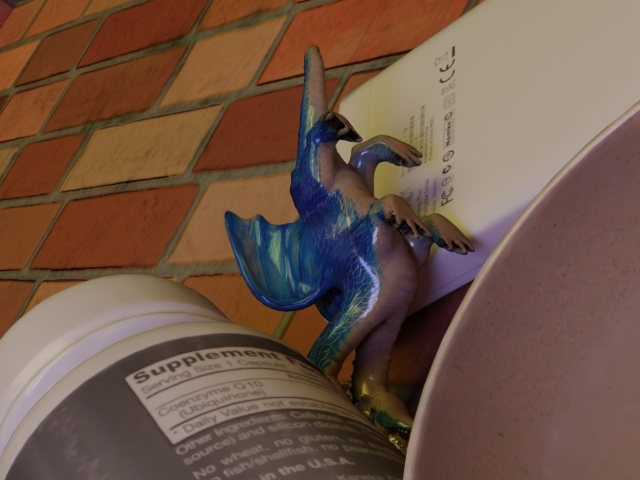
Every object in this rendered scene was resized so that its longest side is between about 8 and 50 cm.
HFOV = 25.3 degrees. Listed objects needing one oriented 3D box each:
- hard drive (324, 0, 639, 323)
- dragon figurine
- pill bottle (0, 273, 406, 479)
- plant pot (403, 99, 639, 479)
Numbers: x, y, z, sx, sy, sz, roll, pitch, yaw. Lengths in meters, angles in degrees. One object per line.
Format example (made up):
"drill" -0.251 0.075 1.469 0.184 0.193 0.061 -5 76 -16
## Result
"hard drive" 0.148 -0.100 0.929 0.353 0.047 0.233 -33 34 32
"dragon figurine" 0.000 0.000 0.888 0.144 0.085 0.289 -46 53 23
"pill bottle" -0.042 0.164 0.688 0.204 0.204 0.361 -51 36 0
"plant pot" 0.196 0.083 0.493 0.284 0.191 0.284 -35 33 27
